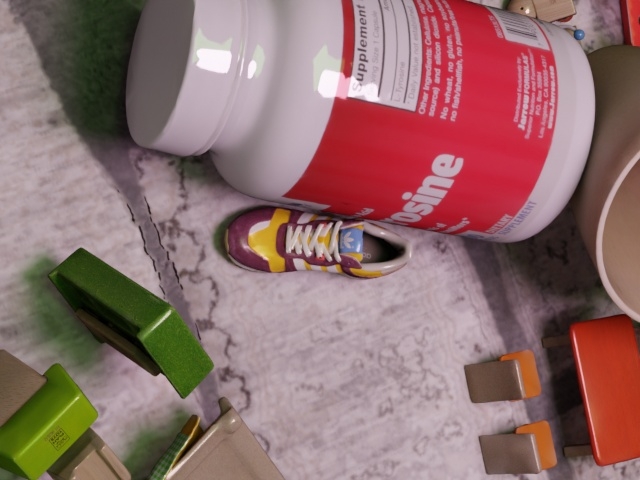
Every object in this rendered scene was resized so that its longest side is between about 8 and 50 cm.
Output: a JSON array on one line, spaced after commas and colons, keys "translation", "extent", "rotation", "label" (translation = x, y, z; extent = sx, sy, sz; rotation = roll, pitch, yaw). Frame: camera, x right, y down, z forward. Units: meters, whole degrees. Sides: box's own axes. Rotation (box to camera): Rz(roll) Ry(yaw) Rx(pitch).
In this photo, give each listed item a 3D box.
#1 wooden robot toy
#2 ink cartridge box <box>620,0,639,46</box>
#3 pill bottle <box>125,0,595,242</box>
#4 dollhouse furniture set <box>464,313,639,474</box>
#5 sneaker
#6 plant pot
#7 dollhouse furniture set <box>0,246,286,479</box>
[{"translation": [0.242, -0.248, 1.648], "extent": [0.079, 0.076, 0.173], "rotation": [-16, 90, 8], "label": "wooden robot toy"}, {"translation": [0.425, -0.239, 1.716], "extent": [0.231, 0.078, 0.134], "rotation": [-2, 82, -27], "label": "ink cartridge box"}, {"translation": [0.036, -0.137, 1.423], "extent": [0.407, 0.229, 0.229], "rotation": [10, 78, -25], "label": "pill bottle"}, {"translation": [0.315, 0.208, 1.560], "extent": [0.262, 0.135, 0.259], "rotation": [-10, 86, -27], "label": "dollhouse furniture set"}, {"translation": [0.000, 0.000, 1.464], "extent": [0.185, 0.084, 0.070], "rotation": [4, 80, -26], "label": "sneaker"}, {"translation": [0.347, -0.086, 1.520], "extent": [0.256, 0.274, 0.257], "rotation": [-7, 121, -12], "label": "plant pot"}, {"translation": [-0.177, 0.193, 1.358], "extent": [0.197, 0.151, 0.301], "rotation": [-46, 132, -18], "label": "dollhouse furniture set"}]
